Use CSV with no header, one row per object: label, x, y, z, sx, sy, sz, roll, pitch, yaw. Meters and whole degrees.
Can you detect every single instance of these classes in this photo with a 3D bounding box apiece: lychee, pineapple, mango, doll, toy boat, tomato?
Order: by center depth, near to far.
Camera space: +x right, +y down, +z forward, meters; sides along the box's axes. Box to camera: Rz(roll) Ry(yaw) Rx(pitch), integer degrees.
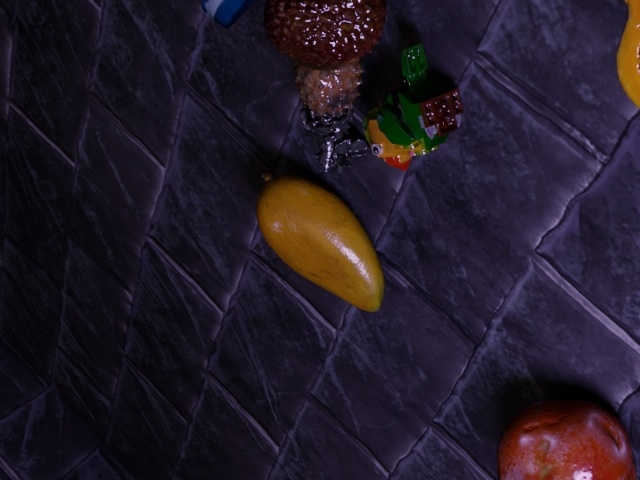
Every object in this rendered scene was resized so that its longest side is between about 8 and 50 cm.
lychee,0.013,-0.343,1.659,0.188,0.188,0.188,29,137,31
doll,0.130,-0.187,1.696,0.134,0.106,0.186,56,145,9
tomato,0.386,0.351,1.764,0.232,0.188,0.232,28,141,26
toy boat,-0.116,-0.422,1.807,0.062,0.096,0.299,48,147,-5
pineapple,0.021,-0.208,1.815,0.237,0.111,0.119,83,169,-45
mango,0.000,0.000,1.987,0.317,0.119,0.176,46,136,5

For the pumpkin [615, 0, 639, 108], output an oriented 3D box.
pumpkin,0.443,-0.273,1.245,0.222,0.139,0.317,21,131,41
